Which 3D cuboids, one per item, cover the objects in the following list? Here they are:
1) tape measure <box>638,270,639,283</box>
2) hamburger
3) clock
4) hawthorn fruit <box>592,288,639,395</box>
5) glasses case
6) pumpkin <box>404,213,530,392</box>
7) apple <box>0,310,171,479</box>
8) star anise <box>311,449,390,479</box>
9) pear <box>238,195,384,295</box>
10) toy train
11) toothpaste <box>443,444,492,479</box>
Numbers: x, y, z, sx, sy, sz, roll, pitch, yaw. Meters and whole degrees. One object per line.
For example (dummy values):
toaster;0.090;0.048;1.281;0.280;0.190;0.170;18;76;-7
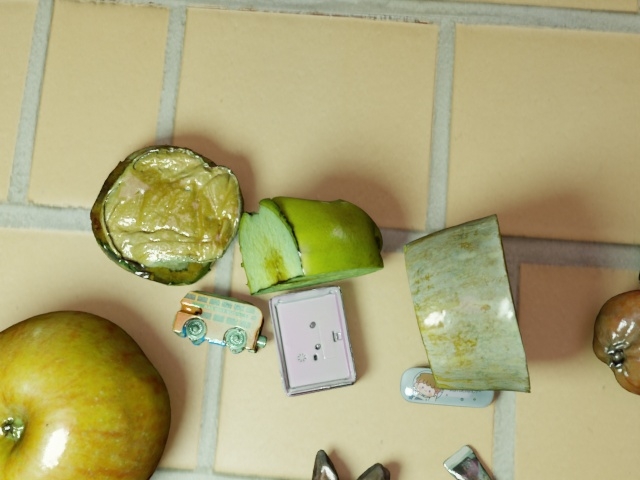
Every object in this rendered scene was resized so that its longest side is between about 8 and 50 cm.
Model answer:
tape measure;0.724;0.020;1.754;0.199;0.112;0.186;18;86;-1
hamburger;-0.299;-0.050;1.780;0.285;0.134;0.265;25;73;1
clock;-0.016;0.195;1.751;0.145;0.073;0.193;-10;78;0
hawthorn fruit;0.638;0.172;1.694;0.251;0.199;0.199;-22;79;-17
glasses case;0.242;0.281;1.742;0.179;0.045;0.067;4;78;3
pumpkin;0.257;0.130;1.649;0.199;0.332;0.332;-13;78;12
apple;-0.464;0.319;1.605;0.401;0.333;0.400;0;78;0
star anise;0.029;0.543;1.662;0.316;0.108;0.315;-1;71;4
pear;0.000;0.000;1.707;0.293;0.292;0.159;-8;82;0
toy train;-0.191;0.161;1.765;0.188;0.072;0.099;12;73;4
toothpaste;0.320;0.485;1.705;0.062;0.037;0.216;-38;75;-5
